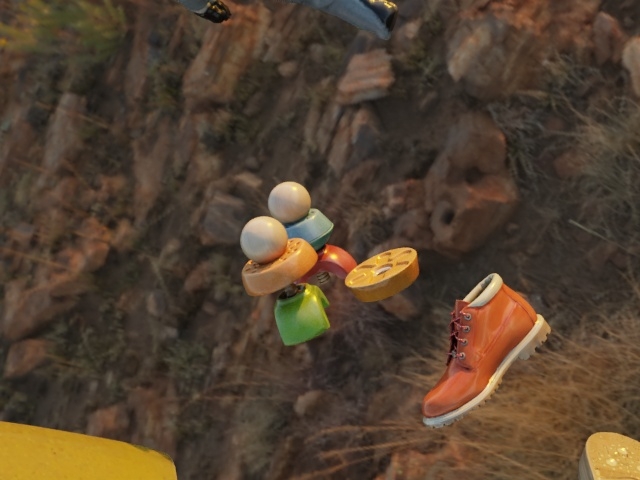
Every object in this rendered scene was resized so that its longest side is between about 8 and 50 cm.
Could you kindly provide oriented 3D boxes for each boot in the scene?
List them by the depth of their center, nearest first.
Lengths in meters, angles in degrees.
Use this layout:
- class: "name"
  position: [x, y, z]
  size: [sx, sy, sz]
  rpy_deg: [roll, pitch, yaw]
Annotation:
- class: "boot"
  position: [0.136, 0.102, 0.877]
  size: [0.158, 0.085, 0.059]
  rpy_deg: [-43, 12, -22]

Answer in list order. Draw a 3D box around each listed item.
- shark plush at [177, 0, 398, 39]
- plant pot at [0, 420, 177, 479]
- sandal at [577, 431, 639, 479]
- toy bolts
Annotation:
- class: "shark plush"
  position: [-0.047, -0.115, 0.367]
  size: [0.161, 0.067, 0.073]
  rpy_deg: [9, 57, 4]
- class: "plant pot"
  position: [-0.164, 0.165, 0.243]
  size: [0.212, 0.187, 0.212]
  rpy_deg: [-41, 41, 17]
- class: "sandal"
  position: [0.227, 0.179, 0.611]
  size: [0.240, 0.088, 0.079]
  rpy_deg: [-94, 13, -68]
- class: "toy bolts"
  position: [0.000, 0.000, 1.255]
  size: [0.218, 0.158, 0.228]
  rpy_deg: [-24, 16, 4]
